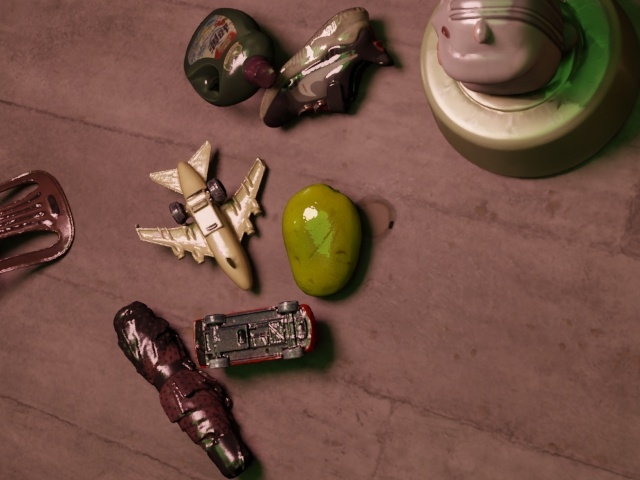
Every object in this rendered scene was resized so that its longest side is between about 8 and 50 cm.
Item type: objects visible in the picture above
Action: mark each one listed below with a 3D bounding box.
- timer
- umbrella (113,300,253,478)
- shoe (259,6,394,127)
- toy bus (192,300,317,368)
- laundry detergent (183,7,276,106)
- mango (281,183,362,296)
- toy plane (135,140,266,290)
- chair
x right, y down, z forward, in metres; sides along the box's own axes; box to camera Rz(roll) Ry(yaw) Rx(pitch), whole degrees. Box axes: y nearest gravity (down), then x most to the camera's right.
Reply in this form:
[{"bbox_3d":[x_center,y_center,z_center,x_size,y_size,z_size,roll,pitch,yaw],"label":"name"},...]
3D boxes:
[{"bbox_3d":[0.233,-0.244,1.080,0.291,0.315,0.290,-3,83,24],"label":"timer"},{"bbox_3d":[-0.210,0.224,1.338,0.094,0.090,0.326,-46,70,9],"label":"umbrella"},{"bbox_3d":[0.010,-0.237,1.297,0.112,0.099,0.227,45,106,8],"label":"shoe"},{"bbox_3d":[-0.089,0.142,1.294,0.195,0.089,0.081,-11,80,22],"label":"toy bus"},{"bbox_3d":[-0.129,-0.264,1.315,0.144,0.078,0.221,-56,39,11],"label":"laundry detergent"},{"bbox_3d":[0.006,-0.002,1.278,0.117,0.089,0.163,-14,91,13],"label":"mango"},{"bbox_3d":[-0.168,-0.030,1.349,0.229,0.092,0.244,-30,70,3],"label":"toy plane"},{"bbox_3d":[-0.606,0.013,1.516,0.326,0.183,0.175,-17,72,-25],"label":"chair"}]
